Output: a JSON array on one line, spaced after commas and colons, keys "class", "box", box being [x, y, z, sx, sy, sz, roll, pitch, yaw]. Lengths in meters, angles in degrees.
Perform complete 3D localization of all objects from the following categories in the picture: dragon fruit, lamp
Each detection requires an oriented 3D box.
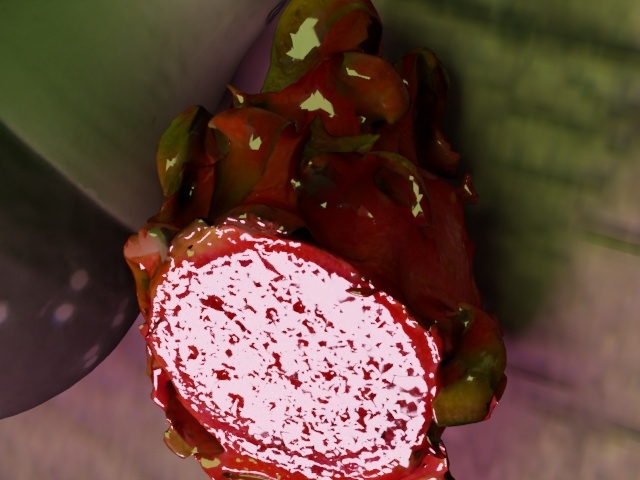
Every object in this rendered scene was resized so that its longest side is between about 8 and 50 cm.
[{"class": "dragon fruit", "box": [0.000, 0.000, 0.634, 0.133, 0.150, 0.208, -1, 72, 8]}, {"class": "lamp", "box": [-0.097, -0.054, 0.684, 0.314, 0.182, 0.182, -35, 66, 16]}]
